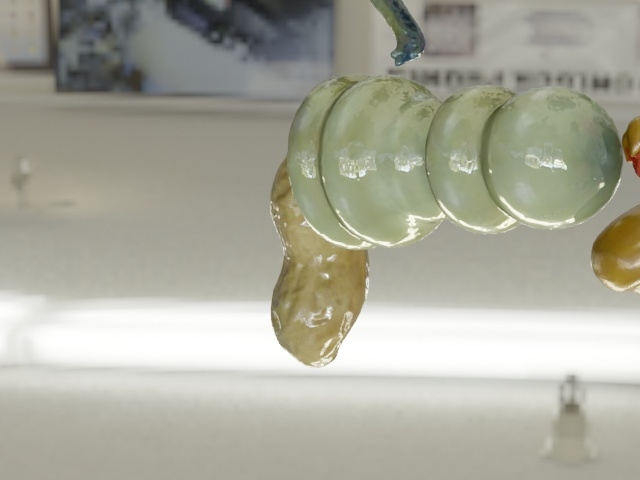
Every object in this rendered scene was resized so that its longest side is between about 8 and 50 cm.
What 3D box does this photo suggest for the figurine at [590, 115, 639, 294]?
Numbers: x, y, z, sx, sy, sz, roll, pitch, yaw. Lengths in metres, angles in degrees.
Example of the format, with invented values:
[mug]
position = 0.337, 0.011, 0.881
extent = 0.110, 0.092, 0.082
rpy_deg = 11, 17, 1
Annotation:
[figurine]
position = 0.255, -0.041, 1.383
extent = 0.122, 0.176, 0.121
rpy_deg = 42, 173, -27

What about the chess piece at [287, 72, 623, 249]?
[chess piece]
position = 0.110, -0.060, 1.432
extent = 0.144, 0.144, 0.251
rpy_deg = -13, -170, -43

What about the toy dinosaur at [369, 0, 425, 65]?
[toy dinosaur]
position = 0.014, -0.293, 1.574
extent = 0.147, 0.076, 0.363
rpy_deg = 6, -125, -7

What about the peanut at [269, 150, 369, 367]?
[peanut]
position = 0.000, 0.000, 1.962
extent = 0.117, 0.263, 0.101
rpy_deg = -1, -172, -29
